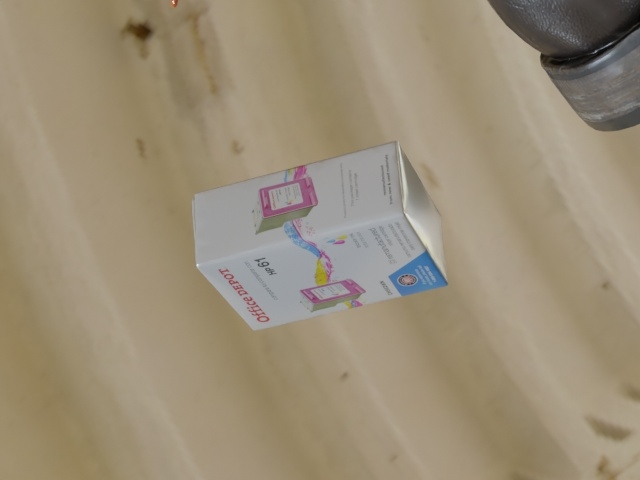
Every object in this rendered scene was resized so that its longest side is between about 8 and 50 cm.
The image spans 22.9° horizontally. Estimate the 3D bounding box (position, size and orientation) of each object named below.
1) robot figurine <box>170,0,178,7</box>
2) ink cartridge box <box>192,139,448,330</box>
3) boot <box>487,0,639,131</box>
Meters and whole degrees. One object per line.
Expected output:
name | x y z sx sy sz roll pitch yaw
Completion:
robot figurine | -0.076 -0.253 0.993 0.158 0.219 0.128 38 -127 10
ink cartridge box | 0.000 0.000 0.886 0.088 0.122 0.052 54 -152 -54
boot | 0.080 -0.187 0.485 0.229 0.091 0.263 42 -105 -19
